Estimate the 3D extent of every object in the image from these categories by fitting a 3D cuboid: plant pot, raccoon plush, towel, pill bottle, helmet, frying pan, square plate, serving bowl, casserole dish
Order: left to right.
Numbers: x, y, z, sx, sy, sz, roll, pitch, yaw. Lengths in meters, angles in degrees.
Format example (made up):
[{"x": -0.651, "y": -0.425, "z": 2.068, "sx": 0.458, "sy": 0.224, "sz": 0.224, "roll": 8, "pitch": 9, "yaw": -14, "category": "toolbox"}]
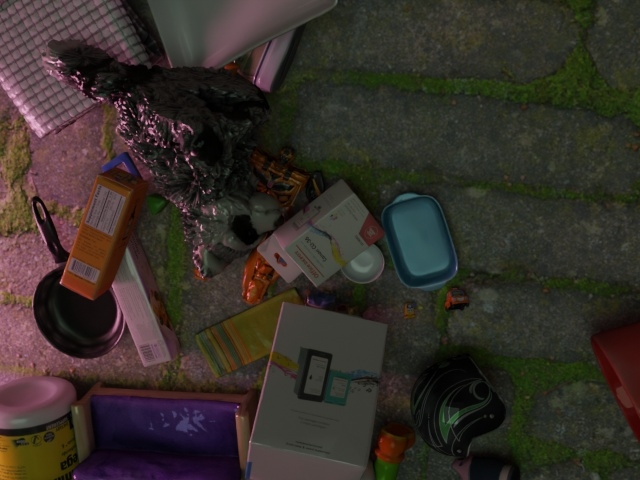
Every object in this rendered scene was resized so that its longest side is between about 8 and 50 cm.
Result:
[{"x": -0.573, "y": 0.461, "z": 1.827, "sx": 0.188, "sy": 0.188, "sz": 0.333, "roll": 0, "pitch": 108, "yaw": 11, "category": "pill bottle"}, {"x": -0.513, "y": 0.089, "z": 1.771, "sx": 0.197, "sy": 0.053, "sz": 0.326, "roll": -35, "pitch": 96, "yaw": 19, "category": "frying pan"}, {"x": -0.441, "y": -0.346, "z": 1.588, "sx": 0.284, "sy": 0.121, "sz": 0.235, "roll": -28, "pitch": 98, "yaw": 19, "category": "towel"}, {"x": -0.255, "y": -0.142, "z": 1.511, "sx": 0.446, "sy": 0.216, "sz": 0.299, "roll": 31, "pitch": 130, "yaw": 24, "category": "raccoon plush"}, {"x": -0.156, "y": -0.470, "z": 1.464, "sx": 0.344, "sy": 0.049, "sz": 0.347, "roll": -21, "pitch": 89, "yaw": 32, "category": "square plate"}, {"x": -0.126, "y": 0.181, "z": 1.742, "sx": 0.237, "sy": 0.021, "sz": 0.102, "roll": -26, "pitch": 101, "yaw": 17, "category": "towel"}, {"x": 0.078, "y": 0.036, "z": 1.653, "sx": 0.083, "sy": 0.027, "sz": 0.083, "roll": 3, "pitch": 108, "yaw": 10, "category": "serving bowl"}, {"x": 0.180, "y": -0.001, "z": 1.618, "sx": 0.114, "sy": 0.037, "sz": 0.188, "roll": -15, "pitch": 103, "yaw": 15, "category": "casserole dish"}, {"x": 0.243, "y": 0.305, "z": 1.636, "sx": 0.162, "sy": 0.169, "sz": 0.169, "roll": -36, "pitch": 98, "yaw": 3, "category": "helmet"}, {"x": 0.626, "y": 0.234, "z": 1.504, "sx": 0.243, "sy": 0.275, "sz": 0.274, "roll": -26, "pitch": 101, "yaw": 7, "category": "plant pot"}]

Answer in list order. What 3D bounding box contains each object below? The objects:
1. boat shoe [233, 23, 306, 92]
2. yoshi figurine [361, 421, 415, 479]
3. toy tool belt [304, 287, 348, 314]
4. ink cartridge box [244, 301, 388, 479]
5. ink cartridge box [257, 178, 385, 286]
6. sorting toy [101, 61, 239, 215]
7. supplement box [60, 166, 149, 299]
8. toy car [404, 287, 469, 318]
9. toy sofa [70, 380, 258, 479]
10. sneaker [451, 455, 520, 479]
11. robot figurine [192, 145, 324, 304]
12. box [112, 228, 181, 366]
[{"x": -0.066, "y": -0.395, "z": 1.505, "sx": 0.094, "sy": 0.109, "sz": 0.302, "roll": 27, "pitch": 113, "yaw": 4, "category": "boat shoe"}, {"x": 0.064, "y": 0.518, "z": 1.760, "sx": 0.203, "sy": 0.204, "sz": 0.362, "roll": 11, "pitch": 97, "yaw": -35, "category": "yoshi figurine"}, {"x": 0.010, "y": 0.115, "z": 1.679, "sx": 0.083, "sy": 0.052, "sz": 0.051, "roll": 4, "pitch": 116, "yaw": 9, "category": "toy tool belt"}, {"x": -0.006, "y": 0.283, "z": 1.579, "sx": 0.197, "sy": 0.270, "sz": 0.198, "roll": 12, "pitch": 147, "yaw": 0, "category": "ink cartridge box"}, {"x": 0.000, "y": 0.000, "z": 1.587, "sx": 0.198, "sy": 0.067, "sz": 0.115, "roll": -38, "pitch": 126, "yaw": 3, "category": "ink cartridge box"}, {"x": -0.249, "y": -0.192, "z": 1.623, "sx": 0.196, "sy": 0.047, "sz": 0.348, "roll": 47, "pitch": 113, "yaw": 3, "category": "sorting toy"}, {"x": -0.393, "y": -0.013, "z": 1.634, "sx": 0.080, "sy": 0.078, "sz": 0.233, "roll": 28, "pitch": 109, "yaw": 4, "category": "supplement box"}, {"x": 0.210, "y": 0.112, "z": 1.639, "sx": 0.122, "sy": 0.060, "sz": 0.040, "roll": -8, "pitch": 74, "yaw": 7, "category": "toy car"}, {"x": -0.305, "y": 0.385, "z": 1.758, "sx": 0.363, "sy": 0.177, "sz": 0.150, "roll": 1, "pitch": 108, "yaw": 11, "category": "toy sofa"}, {"x": 0.303, "y": 0.561, "z": 1.748, "sx": 0.131, "sy": 0.112, "sz": 0.318, "roll": 13, "pitch": 107, "yaw": 24, "category": "sneaker"}, {"x": -0.114, "y": -0.037, "z": 1.637, "sx": 0.211, "sy": 0.085, "sz": 0.291, "roll": 25, "pitch": 110, "yaw": 1, "category": "robot figurine"}, {"x": -0.359, "y": 0.085, "z": 1.733, "sx": 0.067, "sy": 0.063, "sz": 0.323, "roll": -16, "pitch": 104, "yaw": 13, "category": "box"}]
